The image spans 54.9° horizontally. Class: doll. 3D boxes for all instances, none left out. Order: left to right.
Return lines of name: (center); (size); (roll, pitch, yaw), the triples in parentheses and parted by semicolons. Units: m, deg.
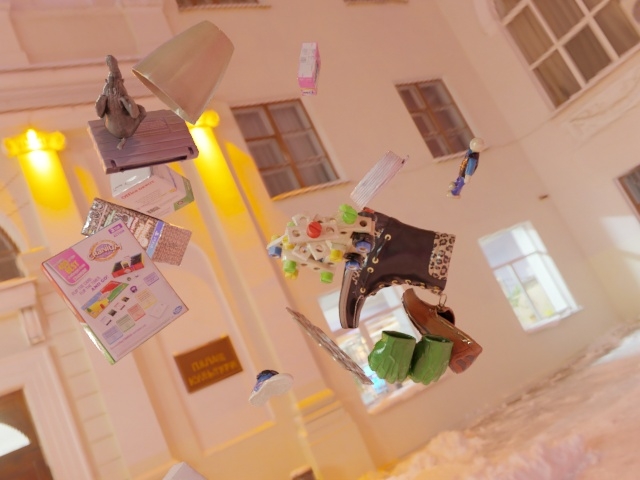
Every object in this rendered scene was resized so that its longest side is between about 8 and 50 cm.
doll: (0.387, -0.191, 1.618); (0.188, 0.046, 0.129); (107, -176, -47)

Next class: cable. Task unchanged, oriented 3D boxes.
cable: (0.221, -0.239, 2.420); (0.257, 0.089, 0.257); (-49, -1, 39)

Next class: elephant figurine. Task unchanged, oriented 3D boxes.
elephant figurine: (-0.702, -0.472, 2.110); (0.169, 0.186, 0.239); (-42, -13, -19)

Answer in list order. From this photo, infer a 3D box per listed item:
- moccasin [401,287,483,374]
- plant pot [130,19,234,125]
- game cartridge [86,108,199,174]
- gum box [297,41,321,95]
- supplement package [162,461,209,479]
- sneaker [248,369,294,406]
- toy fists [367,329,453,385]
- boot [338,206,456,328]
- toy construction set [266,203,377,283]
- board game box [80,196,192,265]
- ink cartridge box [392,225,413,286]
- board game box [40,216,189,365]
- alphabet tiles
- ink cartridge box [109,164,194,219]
moccasin: (0.386, 0.265, 1.996); (0.147, 0.139, 0.380); (-39, 30, 0)
plant pot: (-0.408, -0.552, 1.952); (0.274, 0.256, 0.256); (-50, -12, -5)
game cartridge: (-0.659, -0.375, 2.296); (0.355, 0.230, 0.068); (-15, -27, -29)
gum box: (-0.042, -0.676, 2.413); (0.062, 0.188, 0.107); (2, -25, 11)
supplement package: (-0.380, 0.772, 1.800); (0.149, 0.203, 0.194); (-53, 5, -31)
sneaker: (-0.114, 0.340, 1.500); (0.152, 0.058, 0.084); (-43, 18, 35)
toy fists: (0.256, 0.339, 1.769); (0.279, 0.142, 0.096); (11, 8, -34)
boot: (0.211, 0.109, 1.759); (0.285, 0.376, 0.138); (13, 17, 8)
toy construction set: (0.000, 0.000, 1.342); (0.215, 0.151, 0.327); (10, -13, -7)
board game box: (-0.652, -0.028, 2.205); (0.232, 0.291, 0.141); (29, -100, -77)
ink cartridge box: (0.297, 0.066, 2.318); (0.093, 0.160, 0.219); (-6, -23, -16)
board game box: (-0.543, 0.131, 1.637); (0.242, 0.316, 0.064); (-36, 2, -32)
alphabet tiles: (0.032, 0.336, 1.951); (0.011, 0.343, 0.285); (-49, -21, 0)
ink cartridge box: (-0.680, -0.211, 2.496); (0.202, 0.117, 0.278); (-26, -27, 15)
